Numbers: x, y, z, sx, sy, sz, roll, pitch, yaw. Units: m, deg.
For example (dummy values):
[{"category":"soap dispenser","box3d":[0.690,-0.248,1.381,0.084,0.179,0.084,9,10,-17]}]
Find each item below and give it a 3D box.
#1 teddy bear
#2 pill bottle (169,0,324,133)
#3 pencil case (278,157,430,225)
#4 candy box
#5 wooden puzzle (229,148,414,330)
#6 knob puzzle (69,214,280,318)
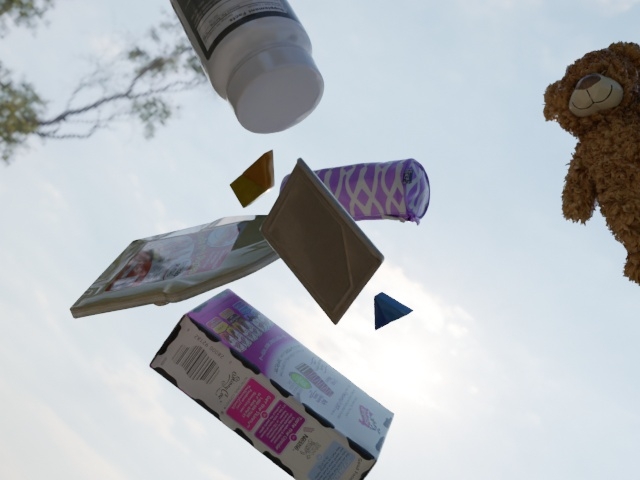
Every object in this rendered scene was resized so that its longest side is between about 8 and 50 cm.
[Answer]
[{"category":"teddy bear","box3d":[0.416,-0.104,1.328,0.245,0.113,0.338,-13,-92,48]},{"category":"pill bottle","box3d":[-0.109,-0.302,1.476,0.161,0.161,0.283,92,-25,-55]},{"category":"pencil case","box3d":[0.044,-0.054,1.299,0.206,0.088,0.086,-4,-19,32]},{"category":"candy box","box3d":[-0.043,0.156,1.024,0.233,0.071,0.159,36,12,5]},{"category":"wooden puzzle","box3d":[0.000,0.000,0.507,0.116,0.014,0.078,55,-34,10]},{"category":"knob puzzle","box3d":[-0.100,0.021,0.884,0.213,0.213,0.030,6,-63,51]}]
